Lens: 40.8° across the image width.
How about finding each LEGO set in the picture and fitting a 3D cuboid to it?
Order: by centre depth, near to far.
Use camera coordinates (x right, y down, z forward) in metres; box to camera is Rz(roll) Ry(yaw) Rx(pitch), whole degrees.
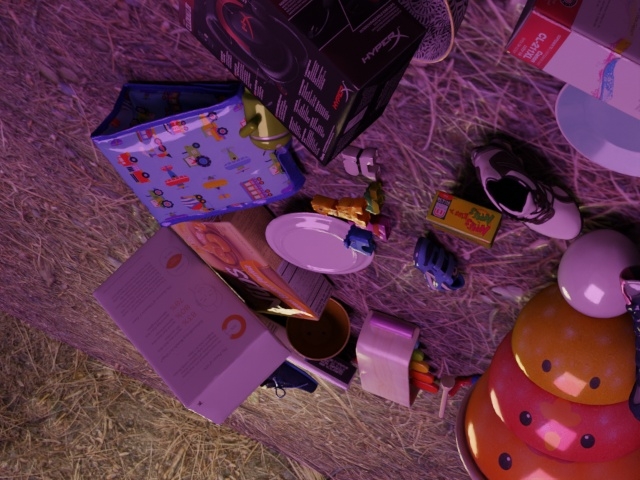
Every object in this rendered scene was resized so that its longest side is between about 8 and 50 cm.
[{"bbox_3d":[0.043,-0.054,1.367,0.093,0.087,0.227,17,151,20],"label":"LEGO set"}]

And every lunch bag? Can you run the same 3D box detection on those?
[{"bbox_3d":[-0.179,-0.145,1.392,0.293,0.138,0.221,-1,140,30],"label":"lunch bag"}]

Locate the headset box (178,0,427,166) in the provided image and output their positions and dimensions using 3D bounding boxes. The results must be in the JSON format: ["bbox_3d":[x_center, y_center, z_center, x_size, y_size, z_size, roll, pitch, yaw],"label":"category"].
[{"bbox_3d":[-0.045,-0.253,0.965,0.293,0.110,0.218,45,162,6],"label":"headset box"}]

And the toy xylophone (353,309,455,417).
[{"bbox_3d":[0.177,0.277,1.844,0.236,0.081,0.323,23,154,10],"label":"toy xylophone"}]

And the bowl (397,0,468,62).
[{"bbox_3d":[0.099,-0.277,0.893,0.170,0.080,0.170,42,164,14],"label":"bowl"}]

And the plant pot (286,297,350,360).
[{"bbox_3d":[-0.006,0.187,1.824,0.134,0.134,0.095,27,172,2],"label":"plant pot"}]

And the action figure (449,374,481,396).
[{"bbox_3d":[0.362,0.333,1.718,0.091,0.139,0.280,35,151,-18],"label":"action figure"}]

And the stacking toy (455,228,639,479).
[{"bbox_3d":[0.384,0.175,1.298,0.350,0.351,0.480,15,134,24],"label":"stacking toy"}]

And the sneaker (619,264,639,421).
[{"bbox_3d":[0.437,0.094,1.111,0.131,0.112,0.319,16,116,8],"label":"sneaker"}]

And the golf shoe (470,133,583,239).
[{"bbox_3d":[0.272,-0.047,1.137,0.198,0.094,0.077,35,127,-19],"label":"golf shoe"}]

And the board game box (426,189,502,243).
[{"bbox_3d":[0.206,-0.027,1.220,0.092,0.043,0.181,21,-179,12],"label":"board game box"}]

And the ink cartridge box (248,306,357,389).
[{"bbox_3d":[-0.070,0.247,2.015,0.303,0.072,0.307,28,174,-1],"label":"ink cartridge box"}]

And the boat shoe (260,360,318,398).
[{"bbox_3d":[-0.127,0.317,2.081,0.258,0.089,0.109,30,172,-19],"label":"boat shoe"}]

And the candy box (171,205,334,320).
[{"bbox_3d":[-0.132,0.030,1.684,0.182,0.088,0.316,4,146,41],"label":"candy box"}]

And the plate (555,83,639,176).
[{"bbox_3d":[0.362,-0.139,0.979,0.188,0.024,0.188,21,153,12],"label":"plate"}]

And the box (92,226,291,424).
[{"bbox_3d":[-0.263,0.170,1.761,0.345,0.215,0.168,43,174,28],"label":"box"}]

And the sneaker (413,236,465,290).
[{"bbox_3d":[0.197,0.040,1.431,0.059,0.053,0.144,10,157,34],"label":"sneaker"}]

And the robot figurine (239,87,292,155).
[{"bbox_3d":[-0.076,-0.182,1.248,0.067,0.101,0.115,23,133,40],"label":"robot figurine"}]

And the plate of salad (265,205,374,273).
[{"bbox_3d":[0.000,0.000,1.548,0.199,0.048,0.200,9,149,6],"label":"plate of salad"}]

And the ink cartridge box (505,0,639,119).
[{"bbox_3d":[0.284,-0.202,0.818,0.175,0.127,0.072,28,155,0],"label":"ink cartridge box"}]
